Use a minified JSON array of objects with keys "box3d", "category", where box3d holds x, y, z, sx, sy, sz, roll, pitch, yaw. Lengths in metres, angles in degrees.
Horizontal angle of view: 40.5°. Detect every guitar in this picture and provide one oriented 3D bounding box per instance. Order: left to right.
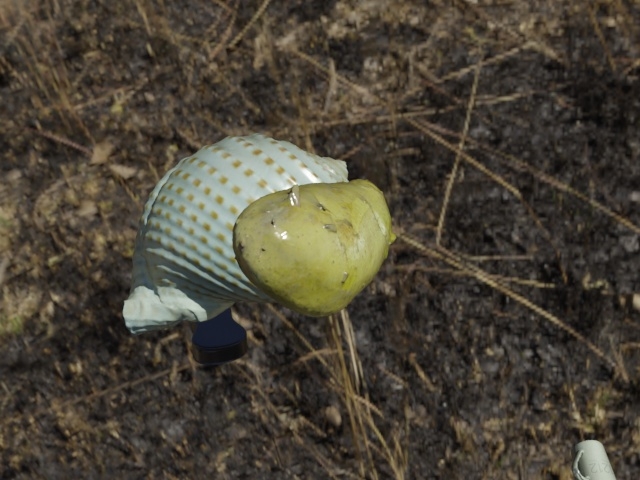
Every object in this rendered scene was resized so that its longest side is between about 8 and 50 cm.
[{"box3d":[-0.180,0.110,1.390,0.084,0.038,0.271,-8,27,-14],"category":"guitar"}]

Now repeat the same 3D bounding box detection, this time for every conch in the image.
[{"box3d":[-0.117,-0.025,1.121,0.319,0.215,0.303,-15,11,-8],"category":"conch"}]

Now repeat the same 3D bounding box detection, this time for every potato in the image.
[{"box3d":[0.000,0.000,0.692,0.085,0.105,0.188,-23,6,33],"category":"potato"}]

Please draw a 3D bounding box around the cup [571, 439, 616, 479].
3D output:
[{"box3d":[0.380,0.331,1.235,0.075,0.054,0.083,9,41,-10],"category":"cup"}]
